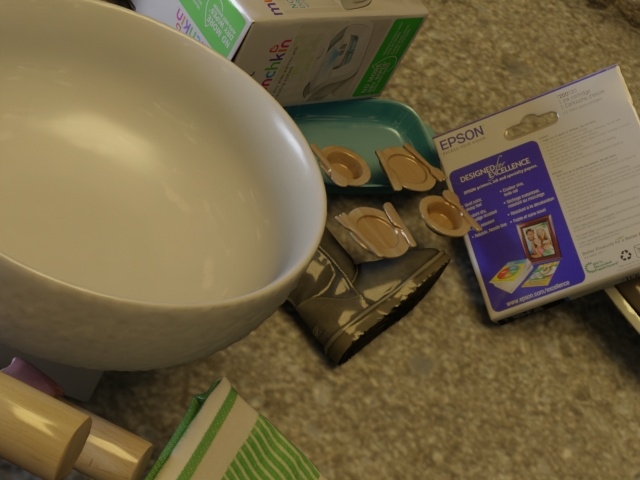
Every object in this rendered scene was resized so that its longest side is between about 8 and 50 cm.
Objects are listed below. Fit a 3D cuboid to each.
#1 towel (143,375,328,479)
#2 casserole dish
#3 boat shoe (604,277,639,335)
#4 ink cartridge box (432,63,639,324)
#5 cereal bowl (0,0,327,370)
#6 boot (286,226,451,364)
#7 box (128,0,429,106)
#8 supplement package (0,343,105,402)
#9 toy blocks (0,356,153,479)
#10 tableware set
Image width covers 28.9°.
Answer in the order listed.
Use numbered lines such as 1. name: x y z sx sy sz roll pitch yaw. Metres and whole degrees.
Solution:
1. towel: -0.021 0.289 0.925 0.325 0.038 0.248 46 47 -17
2. casserole dish: 0.038 -0.093 1.276 0.188 0.037 0.114 -3 59 -30
3. boat shoe: 0.321 0.015 1.284 0.305 0.091 0.109 52 12 15
4. ink cartridge box: 0.239 -0.045 1.245 0.206 0.045 0.208 -20 72 14
5. cereal bowl: -0.175 -0.032 0.920 0.339 0.141 0.339 18 39 -16
6. boot: 0.001 -0.002 1.188 0.208 0.076 0.189 44 48 16
7. box: -0.066 -0.264 1.258 0.231 0.127 0.262 -10 55 -39
8. supplement package: -0.245 0.038 1.009 0.179 0.105 0.105 23 48 -11
9. toy blocks: -0.300 0.189 0.766 0.260 0.288 0.309 25 78 7
10. tableware set: 0.072 -0.044 1.201 0.168 0.020 0.141 -9 52 -37
